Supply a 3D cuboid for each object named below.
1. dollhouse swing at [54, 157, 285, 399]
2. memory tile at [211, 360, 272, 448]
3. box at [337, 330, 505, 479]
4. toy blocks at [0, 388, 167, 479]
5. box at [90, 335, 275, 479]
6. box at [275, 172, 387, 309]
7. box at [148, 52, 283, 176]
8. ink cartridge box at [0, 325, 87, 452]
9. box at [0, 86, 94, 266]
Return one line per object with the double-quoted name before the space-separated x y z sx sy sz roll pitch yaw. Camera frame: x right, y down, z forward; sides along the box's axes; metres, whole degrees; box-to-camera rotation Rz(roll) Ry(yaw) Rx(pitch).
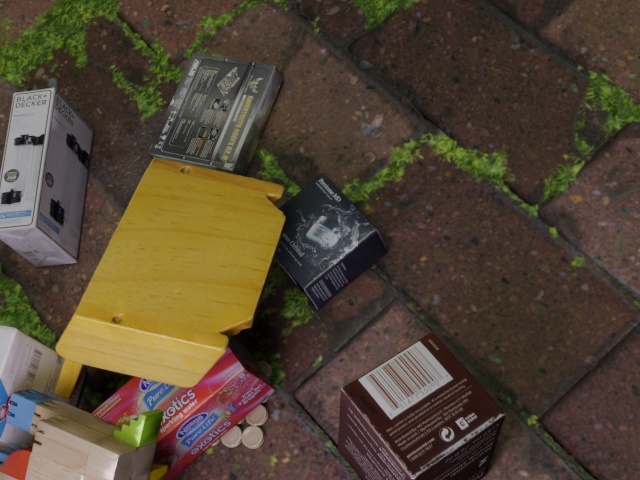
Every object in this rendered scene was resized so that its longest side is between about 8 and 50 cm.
"dollhouse swing" -0.243 0.103 1.662 0.315 0.305 0.347 13 46 4
"memory tile" -0.138 0.268 1.699 0.113 0.012 0.148 -2 65 17
"box" 0.139 0.275 1.480 0.168 0.203 0.167 -30 59 -20
"toy blocks" -0.404 0.396 1.527 0.261 0.191 0.381 17 97 24
"box" -0.221 0.260 1.651 0.257 0.122 0.128 -40 56 2
"box" 0.000 0.000 1.741 0.158 0.093 0.156 -39 61 -5
"box" -0.194 -0.232 1.931 0.183 0.056 0.231 12 70 21
"ink cartridge box" -0.531 0.250 1.701 0.168 0.232 0.171 5 67 21
"box" -0.508 -0.116 1.907 0.087 0.169 0.290 -6 63 14
